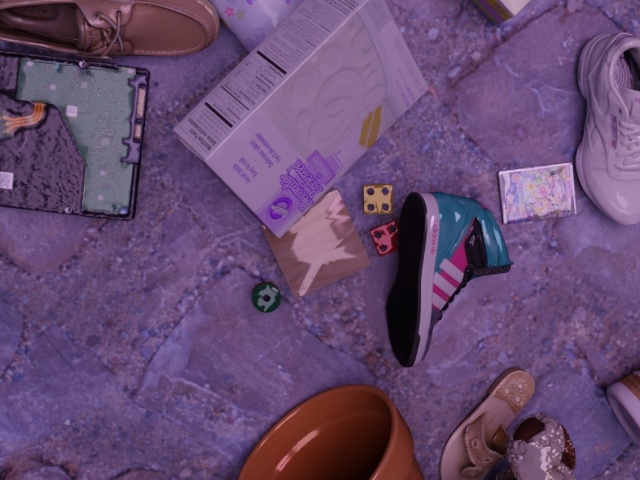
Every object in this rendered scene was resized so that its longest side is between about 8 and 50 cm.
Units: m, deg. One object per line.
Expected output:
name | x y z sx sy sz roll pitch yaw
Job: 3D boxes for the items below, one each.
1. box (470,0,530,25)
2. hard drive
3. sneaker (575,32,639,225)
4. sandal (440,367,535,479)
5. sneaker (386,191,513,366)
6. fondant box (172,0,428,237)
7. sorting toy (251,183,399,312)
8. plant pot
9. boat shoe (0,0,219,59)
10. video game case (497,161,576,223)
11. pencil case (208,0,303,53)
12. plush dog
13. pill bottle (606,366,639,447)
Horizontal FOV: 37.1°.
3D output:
box | 0.288 -0.491 1.443 0.213 0.117 0.243 44 90 -8
hard drive | -0.438 -0.164 1.438 0.339 0.064 0.236 6 95 -5
sneaker | 0.465 -0.170 1.474 0.114 0.152 0.305 -10 98 -6
sandal | 0.273 0.317 1.541 0.088 0.079 0.240 31 92 -7
sneaker | 0.207 0.058 1.494 0.179 0.124 0.295 -5 118 -21
fondant box | -0.018 -0.191 1.379 0.330 0.238 0.096 -44 54 -2
sorting toy | 0.000 0.000 1.501 0.275 0.046 0.132 -25 97 -2
plant pot | 0.040 0.393 1.444 0.291 0.291 0.203 -36 114 -1
boat shoe | -0.321 -0.311 1.391 0.341 0.110 0.121 5 131 0
video game case | 0.350 -0.076 1.543 0.122 0.011 0.087 -7 97 -4
pencil case | -0.105 -0.372 1.419 0.124 0.113 0.273 -38 97 26
plush dog | 0.333 0.407 1.485 0.211 0.225 0.262 41 101 11
pill bottle | 0.591 0.235 1.535 0.229 0.131 0.131 -31 97 -2
